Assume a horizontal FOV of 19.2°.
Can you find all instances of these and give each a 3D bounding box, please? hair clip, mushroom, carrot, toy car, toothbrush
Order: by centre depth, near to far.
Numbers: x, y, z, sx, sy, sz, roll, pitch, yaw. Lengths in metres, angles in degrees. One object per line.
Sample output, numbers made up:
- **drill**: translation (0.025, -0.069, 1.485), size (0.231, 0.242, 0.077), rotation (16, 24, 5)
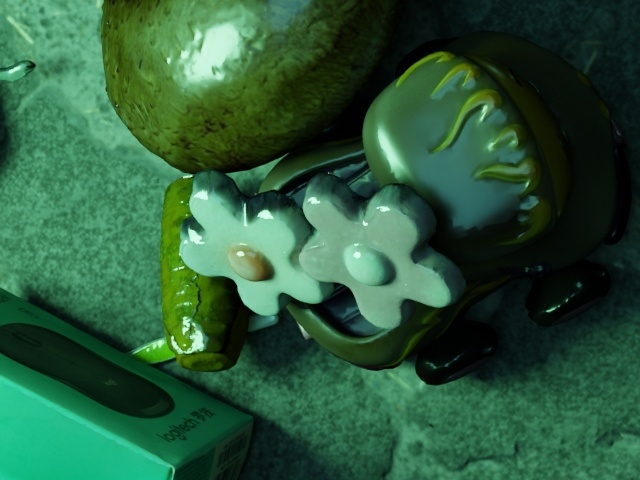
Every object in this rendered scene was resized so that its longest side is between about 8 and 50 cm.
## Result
- **hair clip**: translation (-0.004, 0.004, 1.501), size (0.257, 0.075, 0.146), rotation (9, 128, 41)
- **toy car**: translation (0.090, -0.029, 1.586), size (0.341, 0.240, 0.271), rotation (-33, 79, 17)
- **mushroom**: translation (-0.062, -0.211, 1.623), size (0.239, 0.345, 0.345), rotation (33, 98, -6)
- **carrot**: translation (-0.105, 0.032, 1.718), size (0.082, 0.082, 0.173), rotation (-8, 66, 18)
- **toothbrush**: translation (-0.156, 0.106, 1.773), size (0.263, 0.026, 0.022), rotation (-18, 91, 17)

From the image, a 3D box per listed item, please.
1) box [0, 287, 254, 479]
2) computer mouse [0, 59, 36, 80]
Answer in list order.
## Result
- **box**: translation (-0.239, 0.160, 1.689), size (0.311, 0.205, 0.118), rotation (26, 103, 14)
- **computer mouse**: translation (-0.433, -0.084, 1.844), size (0.379, 0.090, 0.167), rotation (-25, 80, 10)
